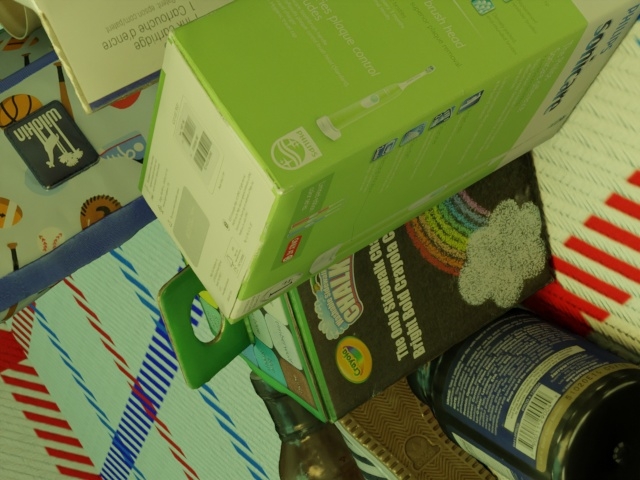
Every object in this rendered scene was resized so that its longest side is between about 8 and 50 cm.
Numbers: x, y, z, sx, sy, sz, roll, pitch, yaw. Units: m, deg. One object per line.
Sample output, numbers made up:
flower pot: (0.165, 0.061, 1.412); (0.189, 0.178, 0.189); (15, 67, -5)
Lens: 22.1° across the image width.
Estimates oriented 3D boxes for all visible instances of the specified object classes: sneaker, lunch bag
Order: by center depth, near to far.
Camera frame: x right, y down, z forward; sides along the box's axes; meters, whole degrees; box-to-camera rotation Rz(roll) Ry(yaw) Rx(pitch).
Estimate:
sneaker: (0.069, 0.210, 1.609); (0.282, 0.099, 0.153); (52, 155, 14)
lunch bag: (-0.315, -0.084, 1.791); (0.385, 0.328, 0.239); (35, 151, 50)

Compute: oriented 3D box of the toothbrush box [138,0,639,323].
toothbrush box: (0.041, -0.093, 1.032); (0.122, 0.283, 0.206); (56, 159, 14)

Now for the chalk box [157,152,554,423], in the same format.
chalk box: (0.000, 0.000, 1.233); (0.179, 0.289, 0.180); (32, 145, 50)

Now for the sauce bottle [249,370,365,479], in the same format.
sauce bottle: (0.024, 0.281, 1.791); (0.111, 0.111, 0.344); (6, 121, 64)

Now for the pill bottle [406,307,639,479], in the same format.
pill bottle: (0.163, 0.123, 1.255); (0.219, 0.123, 0.123); (29, 143, 54)

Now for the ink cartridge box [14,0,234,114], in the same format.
ink cartridge box: (-0.096, -0.283, 1.070); (0.072, 0.303, 0.307); (12, 127, 65)

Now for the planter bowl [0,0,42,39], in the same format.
planter bowl: (-0.315, -0.315, 1.788); (0.162, 0.109, 0.162); (47, 154, 30)
